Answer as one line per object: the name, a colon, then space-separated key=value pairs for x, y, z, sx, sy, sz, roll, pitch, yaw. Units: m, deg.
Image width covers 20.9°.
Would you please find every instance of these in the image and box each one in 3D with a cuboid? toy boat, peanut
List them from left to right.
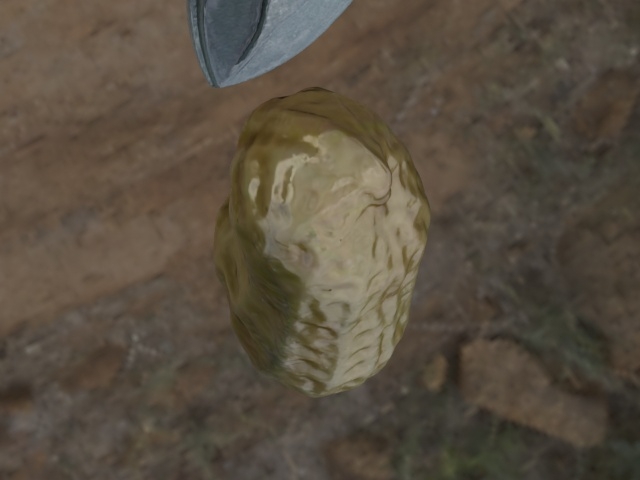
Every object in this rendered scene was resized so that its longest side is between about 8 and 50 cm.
toy boat: x=-0.005 y=-0.250 z=1.212 sx=0.141 sy=0.092 sz=0.319 roll=22 pitch=99 yaw=-33
peanut: x=0.000 y=0.000 z=0.728 sx=0.083 sy=0.093 sz=0.194 roll=-25 pitch=152 yaw=-15
